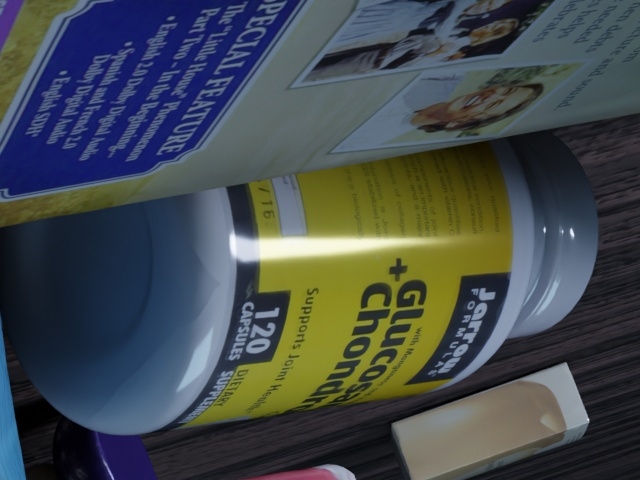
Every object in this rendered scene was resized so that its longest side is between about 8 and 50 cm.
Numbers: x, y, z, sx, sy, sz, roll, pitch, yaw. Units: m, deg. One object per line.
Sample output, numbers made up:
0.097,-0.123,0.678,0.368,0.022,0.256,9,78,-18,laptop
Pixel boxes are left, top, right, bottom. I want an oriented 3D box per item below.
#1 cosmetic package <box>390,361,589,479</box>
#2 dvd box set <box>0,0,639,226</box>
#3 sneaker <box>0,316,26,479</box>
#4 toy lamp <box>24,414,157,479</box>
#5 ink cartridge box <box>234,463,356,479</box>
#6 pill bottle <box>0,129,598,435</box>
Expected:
0.102,0.117,1.215,0.115,0.041,0.060,-20,164,-3,cosmetic package
0.028,-0.100,0.398,0.420,0.062,0.307,-11,161,-26,dvd box set
-0.131,0.045,0.545,0.092,0.087,0.228,-7,180,-15,sneaker
-0.210,0.148,0.892,0.274,0.080,0.080,-25,163,7,toy lamp
-0.163,0.239,0.680,0.279,0.160,0.385,-7,155,-31,ink cartridge box
0.000,0.000,0.611,0.184,0.103,0.103,-4,157,-43,pill bottle
